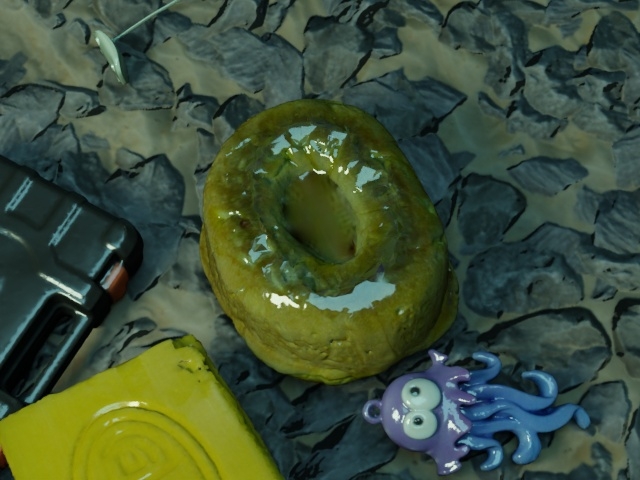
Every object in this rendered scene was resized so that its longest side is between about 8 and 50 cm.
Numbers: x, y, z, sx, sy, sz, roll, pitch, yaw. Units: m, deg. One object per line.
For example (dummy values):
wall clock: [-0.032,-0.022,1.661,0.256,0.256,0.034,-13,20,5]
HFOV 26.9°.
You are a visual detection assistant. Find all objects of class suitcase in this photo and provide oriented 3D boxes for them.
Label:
suitcase: [-0.312,0.067,1.205,0.206,0.066,0.285,28,70,12]

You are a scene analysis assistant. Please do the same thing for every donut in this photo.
donut: [0.000,0.000,1.193,0.208,0.128,0.261,-29,65,-10]

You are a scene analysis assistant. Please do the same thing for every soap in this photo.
soap: [-0.116,0.228,1.057,0.204,0.096,0.324,-27,45,-13]

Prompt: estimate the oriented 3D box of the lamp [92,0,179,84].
lamp: [-0.136,-0.232,1.340,0.198,0.050,0.056,-37,68,-12]

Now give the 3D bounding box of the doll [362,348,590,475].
doll: [0.137,0.149,1.170,0.205,0.067,0.110,0,76,-11]
